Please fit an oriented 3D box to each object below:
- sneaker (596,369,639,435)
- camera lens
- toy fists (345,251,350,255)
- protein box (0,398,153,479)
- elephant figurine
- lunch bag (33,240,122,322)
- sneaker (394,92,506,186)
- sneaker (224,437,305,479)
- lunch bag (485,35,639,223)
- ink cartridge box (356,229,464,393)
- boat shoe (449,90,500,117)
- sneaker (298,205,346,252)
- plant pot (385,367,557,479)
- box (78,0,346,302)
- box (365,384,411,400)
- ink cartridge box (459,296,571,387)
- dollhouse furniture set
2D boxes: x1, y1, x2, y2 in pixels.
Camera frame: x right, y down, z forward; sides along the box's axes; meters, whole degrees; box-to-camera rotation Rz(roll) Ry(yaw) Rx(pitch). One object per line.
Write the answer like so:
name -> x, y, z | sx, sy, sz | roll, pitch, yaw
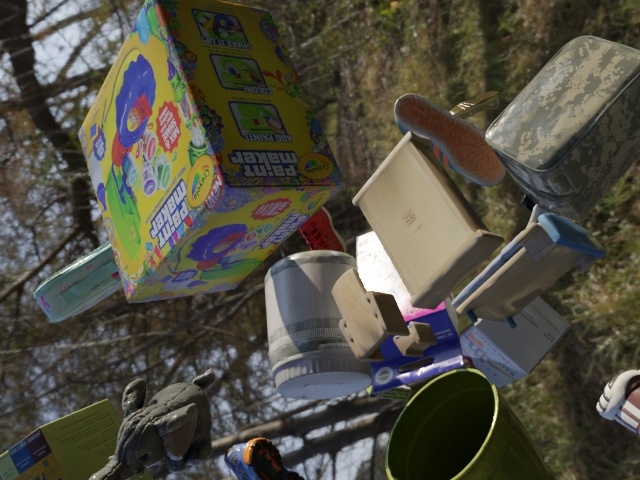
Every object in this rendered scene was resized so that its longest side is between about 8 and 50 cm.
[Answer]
sneaker -> 0.575, 0.262, 0.996 | 0.162, 0.281, 0.106 | 46, 139, 49
camera lens -> -0.002, 0.171, 1.359 | 0.219, 0.219, 0.274 | 62, -161, -60
toy fists -> -0.022, 0.124, 1.910 | 0.142, 0.279, 0.096 | 25, -149, -52
protein box -> -0.470, 0.449, 1.259 | 0.201, 0.136, 0.200 | 57, -163, 8
elephant figurine -> -0.276, 0.318, 1.094 | 0.239, 0.169, 0.186 | 57, -165, -69
lunch bag -> -0.541, 0.084, 1.572 | 0.108, 0.279, 0.224 | 56, 170, -3
sneaker -> 0.301, -0.225, 1.519 | 0.302, 0.108, 0.121 | 41, 176, 14
sneaker -> -0.091, 0.424, 1.137 | 0.083, 0.087, 0.221 | -53, -54, -46
lunch bag -> 0.507, -0.194, 1.260 | 0.256, 0.305, 0.212 | 38, -175, -38
ink cartridge box -> 0.158, 0.100, 1.230 | 0.069, 0.175, 0.371 | 51, -154, -36
boat shoe -> 0.425, -0.361, 1.783 | 0.056, 0.153, 0.048 | 41, 154, 58
sneaker -> 0.000, 0.000, 1.581 | 0.221, 0.087, 0.128 | 46, -155, -33
plant pot -> 0.424, 0.591, 1.708 | 0.353, 0.366, 0.366 | 42, -165, -17
box -> -0.158, -0.111, 0.855 | 0.177, 0.290, 0.279 | -5, -116, -41
box -> 0.149, 0.355, 1.749 | 0.207, 0.114, 0.036 | -131, 55, -64
ink cartridge box -> 0.345, 0.174, 1.200 | 0.128, 0.127, 0.176 | 43, 163, 12
dollhouse furniture set -> 0.205, 0.023, 0.970 | 0.303, 0.286, 0.198 | 11, -140, -40
